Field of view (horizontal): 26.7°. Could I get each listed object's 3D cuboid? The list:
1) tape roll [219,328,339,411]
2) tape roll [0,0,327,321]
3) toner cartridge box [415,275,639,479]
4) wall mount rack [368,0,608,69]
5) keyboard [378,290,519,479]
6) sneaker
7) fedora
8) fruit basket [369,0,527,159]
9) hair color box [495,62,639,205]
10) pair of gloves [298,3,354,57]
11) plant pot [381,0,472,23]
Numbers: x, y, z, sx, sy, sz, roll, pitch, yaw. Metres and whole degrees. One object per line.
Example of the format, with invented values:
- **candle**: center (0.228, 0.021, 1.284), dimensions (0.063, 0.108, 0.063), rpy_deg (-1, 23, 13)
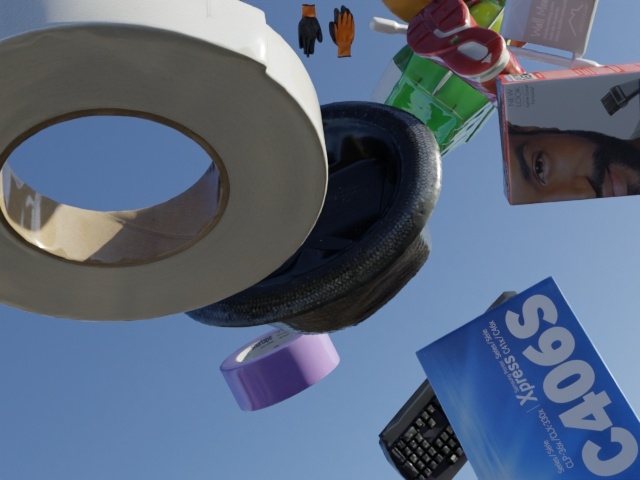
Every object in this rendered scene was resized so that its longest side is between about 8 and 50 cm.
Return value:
- **tape roll**: center (-0.068, 0.204, 2.249), dimensions (0.189, 0.080, 0.189), rpy_deg (-26, 7, 4)
- **tape roll**: center (-0.185, -0.068, 1.197), dimensions (0.391, 0.072, 0.392), rpy_deg (-4, -39, -3)
- **toner cartridge box**: center (0.237, 0.214, 1.299), dimensions (0.165, 0.348, 0.075), rpy_deg (-31, -38, 7)
- **wall mount rack**: center (0.239, -0.341, 1.697), dimensions (0.130, 0.304, 0.350), rpy_deg (-17, -60, -70)
- **keyboard**: center (0.232, 0.237, 1.847), dimensions (0.317, 0.201, 0.033), rpy_deg (-46, 11, -25)
- **sneaker**: center (0.183, -0.201, 1.585), dimensions (0.087, 0.221, 0.128), rpy_deg (-40, -59, 8)
- **fedora**: center (0.000, 0.000, 1.491), dimensions (0.334, 0.334, 0.152), rpy_deg (-36, -48, 1)
- **fruit basket**: center (0.220, -0.290, 1.970), dimensions (0.353, 0.165, 0.327), rpy_deg (-58, 0, -22)
- **hair color box**: center (0.217, -0.081, 0.990), dimensions (0.167, 0.093, 0.053), rpy_deg (-5, 13, 3)
- **pair of gloves**: center (0.008, -0.292, 1.885), dimensions (0.083, 0.010, 0.074), rpy_deg (-1, -83, -18)
- **plant pot**: center (0.191, -0.419, 1.870), dimensions (0.188, 0.205, 0.205), rpy_deg (-11, -8, 43)
